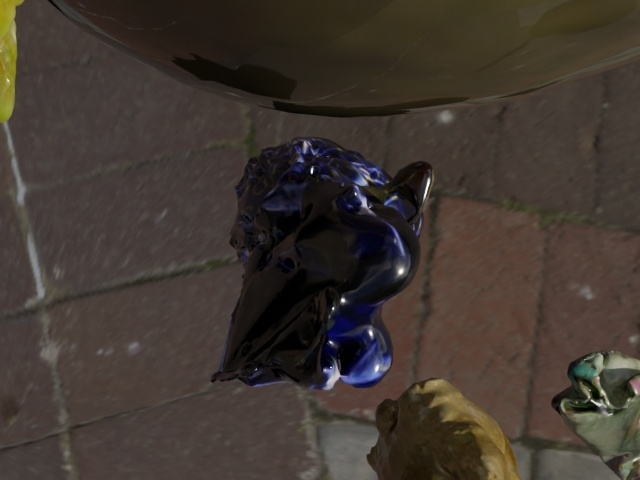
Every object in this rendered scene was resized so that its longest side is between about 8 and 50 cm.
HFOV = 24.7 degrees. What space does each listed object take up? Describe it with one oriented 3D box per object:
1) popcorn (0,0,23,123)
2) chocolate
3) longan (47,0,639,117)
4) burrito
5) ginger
[{"bbox_3d":[-0.292,-0.159,0.758,0.276,0.225,0.277,-4,69,9],"label":"popcorn"},{"bbox_3d":[0.002,0.003,0.805,0.148,0.343,0.126,-34,94,4],"label":"chocolate"},{"bbox_3d":[0.018,-0.210,0.400,0.360,0.361,0.361,2,82,-12],"label":"longan"},{"bbox_3d":[0.279,0.158,1.339,0.096,0.309,0.066,-41,61,6],"label":"burrito"},{"bbox_3d":[0.106,0.193,1.130,0.102,0.216,0.157,-38,56,-21],"label":"ginger"}]
